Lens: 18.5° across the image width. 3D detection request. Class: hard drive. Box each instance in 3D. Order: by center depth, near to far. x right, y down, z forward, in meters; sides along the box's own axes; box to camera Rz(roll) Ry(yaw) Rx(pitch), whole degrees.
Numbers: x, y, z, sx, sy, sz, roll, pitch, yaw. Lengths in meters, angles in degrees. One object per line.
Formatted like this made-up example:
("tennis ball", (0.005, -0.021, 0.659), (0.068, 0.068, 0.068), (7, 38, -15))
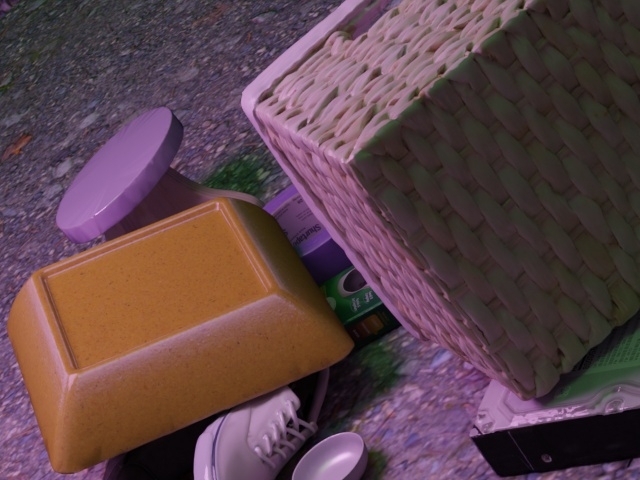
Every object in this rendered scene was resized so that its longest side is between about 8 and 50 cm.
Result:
("hard drive", (0.315, 0.089, 1.760), (0.339, 0.064, 0.237), (-14, 32, 39))

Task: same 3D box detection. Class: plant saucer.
("plant saucer", (-0.170, 0.074, 2.103), (0.333, 0.081, 0.333), (-23, 31, -7))

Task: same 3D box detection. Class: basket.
("basket", (0.166, -0.091, 1.798), (0.328, 0.331, 0.266), (-41, 24, -7))

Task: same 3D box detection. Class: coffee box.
("coffee box", (0.046, 0.068, 2.155), (0.184, 0.040, 0.113), (-31, 26, 9))

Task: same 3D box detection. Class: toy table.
("toy table", (-0.212, -0.037, 2.494), (0.252, 0.161, 0.274), (-25, 23, 34))

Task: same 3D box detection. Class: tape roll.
("tape roll", (0.000, 0.000, 2.287), (0.189, 0.080, 0.189), (-29, 25, 15))

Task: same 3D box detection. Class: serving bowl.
("serving bowl", (0.014, 0.227, 1.930), (0.083, 0.027, 0.083), (-28, 25, 15))

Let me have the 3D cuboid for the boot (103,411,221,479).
("boot", (-0.186, 0.274, 2.041), (0.190, 0.076, 0.208), (-37, 14, 30))

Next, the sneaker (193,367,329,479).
("sneaker", (-0.056, 0.194, 1.996), (0.091, 0.094, 0.258), (-24, 27, 29))
